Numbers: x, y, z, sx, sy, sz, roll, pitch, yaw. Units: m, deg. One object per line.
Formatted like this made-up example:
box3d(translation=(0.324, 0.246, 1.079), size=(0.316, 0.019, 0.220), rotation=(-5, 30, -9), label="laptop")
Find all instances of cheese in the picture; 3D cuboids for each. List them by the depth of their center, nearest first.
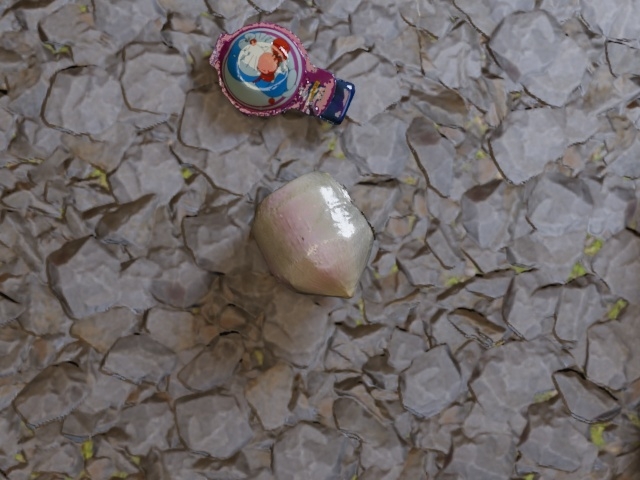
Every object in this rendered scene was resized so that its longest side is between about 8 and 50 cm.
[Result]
box3d(translation=(-0.038, -0.159, 0.952), size=(0.145, 0.038, 0.095), rotation=(23, 90, -1), label="cheese")

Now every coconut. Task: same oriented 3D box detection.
box3d(translation=(0.000, 0.000, 0.923), size=(0.110, 0.110, 0.124), rotation=(-31, 84, -2), label="coconut")
